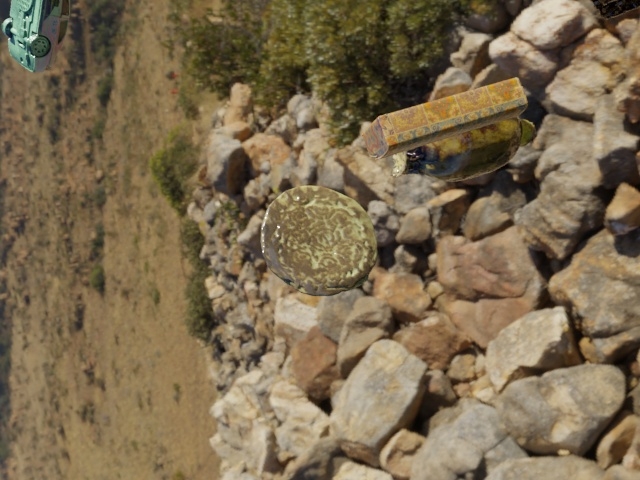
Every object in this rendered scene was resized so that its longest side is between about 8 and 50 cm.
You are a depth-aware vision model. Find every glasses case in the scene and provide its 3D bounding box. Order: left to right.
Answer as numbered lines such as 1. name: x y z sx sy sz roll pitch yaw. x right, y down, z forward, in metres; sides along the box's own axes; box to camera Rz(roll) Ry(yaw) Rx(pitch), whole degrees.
1. glasses case: 0.173 -0.166 0.878 0.075 0.218 0.049 146 105 -74

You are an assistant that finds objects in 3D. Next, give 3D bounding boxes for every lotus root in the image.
1. lotus root: 0.280 -0.203 1.231 0.141 0.314 0.169 93 159 -49

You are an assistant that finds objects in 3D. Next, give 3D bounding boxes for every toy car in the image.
1. toy car: -0.457 -0.392 1.039 0.090 0.076 0.224 35 119 27

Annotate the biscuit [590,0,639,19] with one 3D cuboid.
1. biscuit: 0.447 -0.366 0.819 0.070 0.106 0.252 50 -177 -8

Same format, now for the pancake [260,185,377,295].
1. pancake: 0.000 -0.001 0.562 0.114 0.115 0.011 64 153 16
